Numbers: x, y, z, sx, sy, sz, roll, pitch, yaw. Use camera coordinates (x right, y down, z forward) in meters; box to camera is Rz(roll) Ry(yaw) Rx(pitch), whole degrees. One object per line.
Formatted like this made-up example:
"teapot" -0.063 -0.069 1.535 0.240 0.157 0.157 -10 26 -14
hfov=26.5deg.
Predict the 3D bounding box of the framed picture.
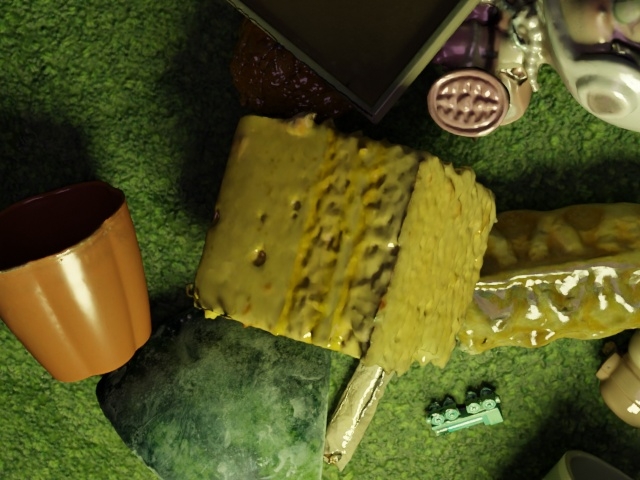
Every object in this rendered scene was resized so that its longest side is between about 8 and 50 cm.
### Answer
"framed picture" 0.023 -0.279 1.361 0.289 0.020 0.211 42 95 26

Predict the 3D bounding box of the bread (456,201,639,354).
"bread" 0.262 0.037 1.491 0.267 0.130 0.152 -7 96 4

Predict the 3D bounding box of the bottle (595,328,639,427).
"bottle" 0.399 0.114 1.525 0.110 0.097 0.209 45 104 13

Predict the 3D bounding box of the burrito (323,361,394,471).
"burrito" 0.048 0.187 1.587 0.045 0.041 0.185 38 110 35

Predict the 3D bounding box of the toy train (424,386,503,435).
"toy train" 0.169 0.203 1.593 0.092 0.029 0.045 -19 120 11

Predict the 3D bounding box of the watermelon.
"watermelon" -0.083 0.186 1.561 0.319 0.214 0.289 28 71 31

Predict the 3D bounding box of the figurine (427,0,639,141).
"figurine" 0.285 -0.217 1.339 0.361 0.211 0.253 -8 72 26

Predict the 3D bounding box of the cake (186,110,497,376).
"cake" 0.000 0.000 1.396 0.286 0.222 0.228 16 87 29

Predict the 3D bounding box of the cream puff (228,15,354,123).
"cream puff" -0.018 -0.192 1.439 0.165 0.115 0.150 -29 99 11

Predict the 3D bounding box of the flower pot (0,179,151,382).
"flower pot" -0.273 0.051 1.495 0.190 0.191 0.173 -18 116 7

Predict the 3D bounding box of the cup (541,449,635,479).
"cup" 0.326 0.447 1.558 0.356 0.259 0.274 32 107 -27
